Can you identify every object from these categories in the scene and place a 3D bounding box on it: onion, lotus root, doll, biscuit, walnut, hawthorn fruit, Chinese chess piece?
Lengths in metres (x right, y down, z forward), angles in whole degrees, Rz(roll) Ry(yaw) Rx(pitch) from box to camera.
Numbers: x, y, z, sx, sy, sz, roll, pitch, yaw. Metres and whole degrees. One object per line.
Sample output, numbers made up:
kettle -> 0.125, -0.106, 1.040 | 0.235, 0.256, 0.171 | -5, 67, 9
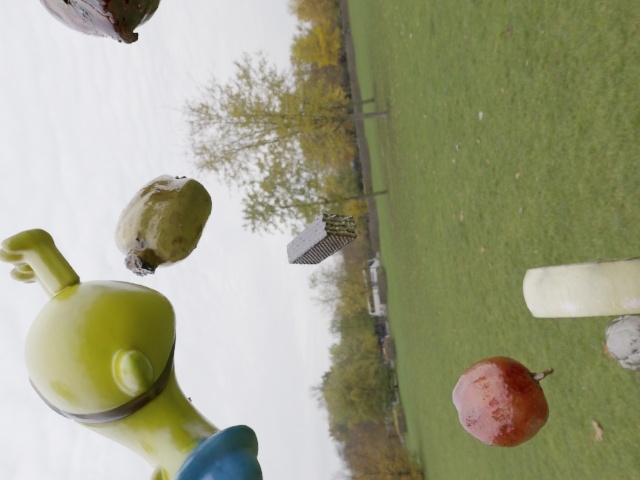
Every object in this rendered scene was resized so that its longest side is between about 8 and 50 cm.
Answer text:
onion -> -0.485, -0.538, 0.932 | 0.272, 0.273, 0.194 | -24, -85, -83
lotus root -> -0.319, -0.039, 0.848 | 0.284, 0.160, 0.146 | -81, -21, -48
doll -> -0.189, 0.149, 0.433 | 0.363, 0.145, 0.199 | 50, 149, 4
biscuit -> 0.000, 0.000, 1.209 | 0.252, 0.107, 0.070 | -38, 56, 50
walnut -> 0.935, 0.283, 1.170 | 0.224, 0.225, 0.223 | -7, -90, -84
hawthorn fruit -> 0.451, 0.376, 1.005 | 0.253, 0.205, 0.205 | -52, 13, 22
Chinese chess piece -> 0.574, 0.097, 0.869 | 0.270, 0.271, 0.111 | 47, -143, -79

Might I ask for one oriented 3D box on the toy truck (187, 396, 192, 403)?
toy truck -> -0.326, 0.398, 0.954 | 0.032, 0.083, 0.024 | 46, -169, 34
